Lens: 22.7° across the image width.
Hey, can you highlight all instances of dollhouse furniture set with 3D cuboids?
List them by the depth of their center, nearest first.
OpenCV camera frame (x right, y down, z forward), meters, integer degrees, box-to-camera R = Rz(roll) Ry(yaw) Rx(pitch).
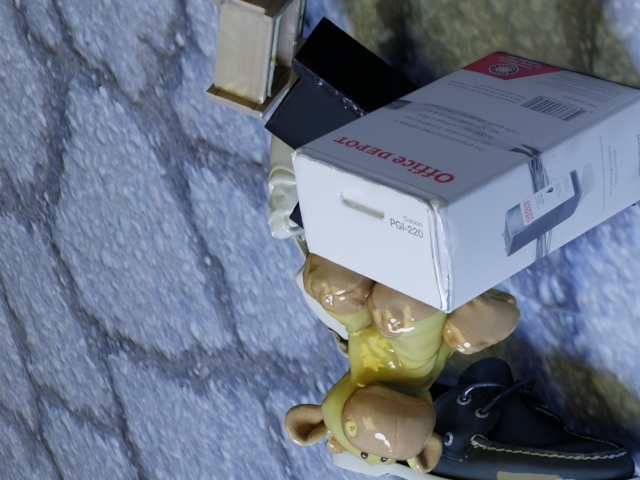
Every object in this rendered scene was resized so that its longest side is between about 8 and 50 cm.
[{"bbox_3d":[-0.001,-0.193,1.376,0.161,0.101,0.182,22,134,13],"label":"dollhouse furniture set"}]

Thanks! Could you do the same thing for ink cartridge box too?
[{"bbox_3d":[0.112,-0.049,1.169,0.158,0.218,0.092,23,130,46],"label":"ink cartridge box"}]

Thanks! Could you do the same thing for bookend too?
[{"bbox_3d":[0.016,-0.074,1.337,0.156,0.072,0.157,36,131,-5],"label":"bookend"}]

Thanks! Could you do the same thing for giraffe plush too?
[{"bbox_3d":[0.054,0.102,1.273,0.181,0.210,0.170,19,94,13],"label":"giraffe plush"}]

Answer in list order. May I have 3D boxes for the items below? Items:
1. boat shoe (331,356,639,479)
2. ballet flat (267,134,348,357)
[{"bbox_3d":[0.135,0.157,1.386,0.340,0.127,0.113,1,90,56],"label":"boat shoe"},{"bbox_3d":[0.000,0.000,1.491,0.086,0.086,0.248,-26,91,58],"label":"ballet flat"}]
